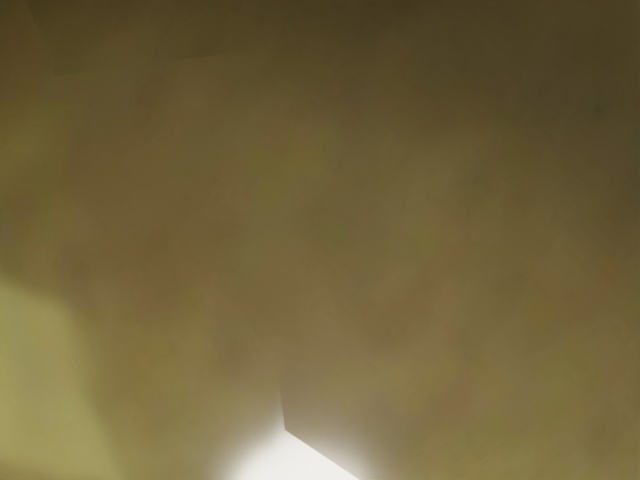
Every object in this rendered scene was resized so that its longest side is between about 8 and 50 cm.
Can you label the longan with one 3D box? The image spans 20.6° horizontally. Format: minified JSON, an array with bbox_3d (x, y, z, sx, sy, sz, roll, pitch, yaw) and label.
[{"bbox_3d":[0.000,0.000,0.558,0.361,0.361,0.361,58,166,23],"label":"longan"}]
